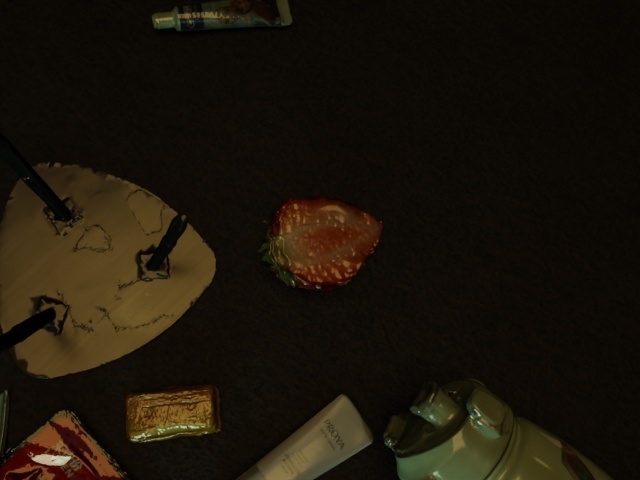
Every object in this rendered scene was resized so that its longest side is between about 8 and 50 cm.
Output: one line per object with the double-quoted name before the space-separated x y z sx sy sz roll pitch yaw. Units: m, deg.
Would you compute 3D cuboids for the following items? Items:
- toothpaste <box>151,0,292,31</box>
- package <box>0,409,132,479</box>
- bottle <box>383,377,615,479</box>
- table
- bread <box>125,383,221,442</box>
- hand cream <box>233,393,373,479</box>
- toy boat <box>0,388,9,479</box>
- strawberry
"toothpaste" -0.152 -0.352 1.155 0.216 0.037 0.061 -9 79 -14
"package" -0.380 0.376 0.969 0.269 0.071 0.194 -43 106 -23
"bottle" 0.231 0.326 0.966 0.352 0.229 0.229 40 77 -6
"table" -0.324 0.000 0.954 0.318 0.249 0.317 1 79 -7
"bread" -0.204 0.237 1.024 0.132 0.053 0.074 -7 76 -8
"hand cream" -0.044 0.314 1.029 0.255 0.048 0.079 -33 83 -12
"toy boat" -0.452 0.264 1.004 0.096 0.034 0.122 2 70 -10
"strawberry" 0.000 0.000 1.082 0.187 0.082 0.146 -15 86 -16
